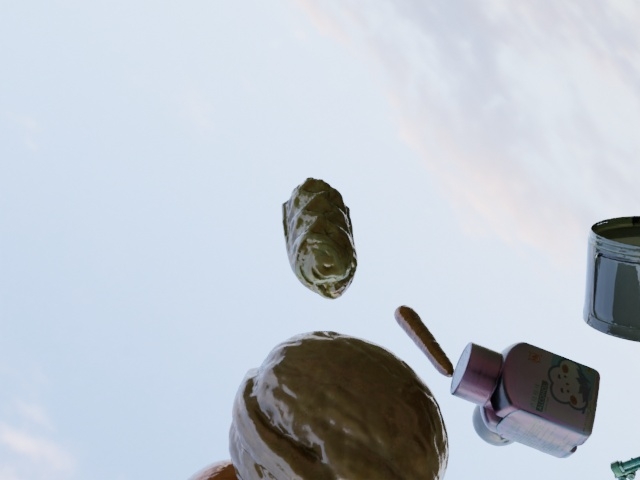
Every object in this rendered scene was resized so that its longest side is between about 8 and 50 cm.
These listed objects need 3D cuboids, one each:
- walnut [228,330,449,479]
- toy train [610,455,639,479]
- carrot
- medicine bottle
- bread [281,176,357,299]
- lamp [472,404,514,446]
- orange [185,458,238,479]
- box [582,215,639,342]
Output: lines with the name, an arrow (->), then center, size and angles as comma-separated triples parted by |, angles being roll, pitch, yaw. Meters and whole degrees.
walnut -> 0.020, 0.285, 1.656 | 0.333, 0.333, 0.333 | 35, -151, -23
toy train -> 0.594, 0.426, 2.195 | 0.045, 0.092, 0.029 | 54, -153, -17
carrot -> 0.189, 0.182, 2.103 | 0.043, 0.043, 0.248 | 32, -168, -28
medicine bottle -> 0.280, 0.210, 1.604 | 0.188, 0.094, 0.119 | 21, -127, -2
bread -> 0.000, 0.000, 2.159 | 0.267, 0.130, 0.152 | -99, -8, -57
lamp -> 0.351, 0.352, 2.279 | 0.105, 0.105, 0.105 | 35, -151, -23
orange -> -0.134, 0.478, 1.846 | 0.261, 0.261, 0.261 | 35, -151, -23
box -> 0.524, 0.057, 1.799 | 0.226, 0.226, 0.149 | -30, -58, -63
